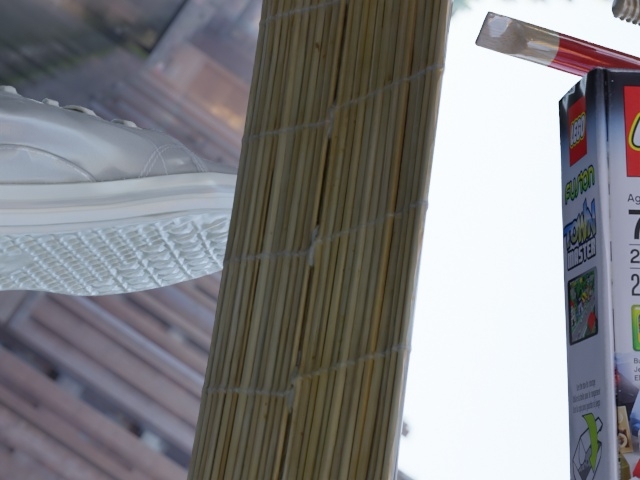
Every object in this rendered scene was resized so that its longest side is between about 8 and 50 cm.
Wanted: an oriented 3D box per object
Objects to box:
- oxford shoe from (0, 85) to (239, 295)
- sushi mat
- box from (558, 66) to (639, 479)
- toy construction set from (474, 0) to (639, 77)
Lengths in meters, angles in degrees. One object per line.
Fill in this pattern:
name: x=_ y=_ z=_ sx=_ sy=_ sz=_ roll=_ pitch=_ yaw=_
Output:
oxford shoe: x=-0.177 y=-0.039 z=1.182 sx=0.449 sy=0.130 sz=0.169 roll=1 pitch=154 yaw=-44
sushi mat: x=0.000 y=0.000 z=0.810 sx=0.151 sy=0.019 sz=0.316 roll=-12 pitch=-116 yaw=48
box: x=0.167 y=0.016 z=0.453 sx=0.036 sy=0.207 sz=0.114 roll=130 pitch=-40 yaw=-77
toy construction set: x=0.177 y=-0.204 z=0.973 sx=0.257 sy=0.237 sz=0.309 roll=-96 pitch=-152 yaw=-42
